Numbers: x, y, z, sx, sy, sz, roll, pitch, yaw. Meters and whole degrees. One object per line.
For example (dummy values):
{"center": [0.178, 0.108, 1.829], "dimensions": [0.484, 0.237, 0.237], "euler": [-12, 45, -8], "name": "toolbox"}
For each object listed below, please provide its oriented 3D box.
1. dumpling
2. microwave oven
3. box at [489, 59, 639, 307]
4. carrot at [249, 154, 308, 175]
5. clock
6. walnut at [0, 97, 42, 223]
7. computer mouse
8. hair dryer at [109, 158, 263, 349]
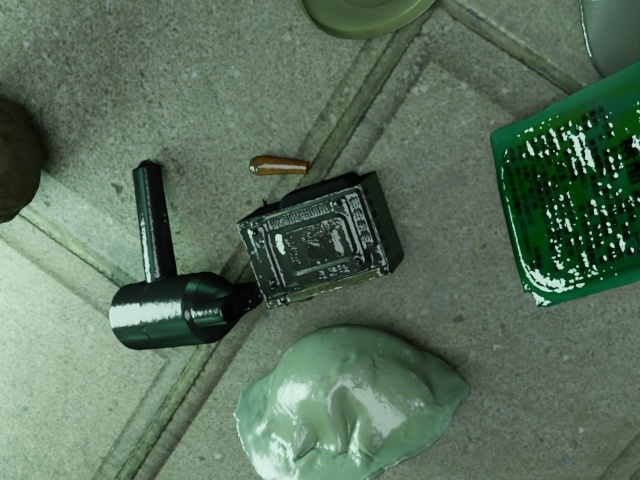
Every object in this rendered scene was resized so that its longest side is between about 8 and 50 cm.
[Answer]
{"center": [0.055, 0.263, 1.452], "dimensions": [0.320, 0.211, 0.270], "euler": [-41, 54, 34], "name": "dumpling"}
{"center": [0.000, 0.000, 1.429], "dimensions": [0.204, 0.129, 0.163], "euler": [-18, 100, 18], "name": "microwave oven"}
{"center": [0.391, -0.071, 1.250], "dimensions": [0.336, 0.106, 0.264], "euler": [-24, 74, 51], "name": "box"}
{"center": [-0.065, -0.114, 1.471], "dimensions": [0.093, 0.032, 0.032], "euler": [4, 105, 12], "name": "carrot"}
{"center": [0.076, -0.369, 1.278], "dimensions": [0.235, 0.235, 0.029], "euler": [-44, 50, 21], "name": "clock"}
{"center": [-0.570, -0.121, 1.506], "dimensions": [0.248, 0.248, 0.248], "euler": [4, 105, 15], "name": "walnut"}
{"center": [0.432, -0.362, 1.239], "dimensions": [0.197, 0.095, 0.331], "euler": [-3, 103, 20], "name": "computer mouse"}
{"center": [-0.221, 0.014, 1.487], "dimensions": [0.244, 0.116, 0.303], "euler": [-11, 89, 35], "name": "hair dryer"}
